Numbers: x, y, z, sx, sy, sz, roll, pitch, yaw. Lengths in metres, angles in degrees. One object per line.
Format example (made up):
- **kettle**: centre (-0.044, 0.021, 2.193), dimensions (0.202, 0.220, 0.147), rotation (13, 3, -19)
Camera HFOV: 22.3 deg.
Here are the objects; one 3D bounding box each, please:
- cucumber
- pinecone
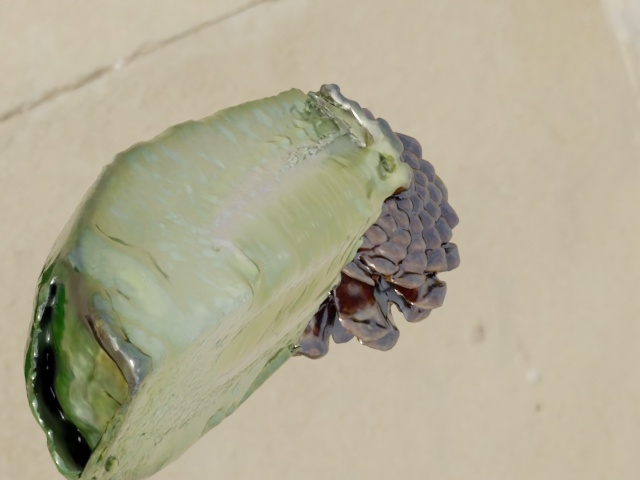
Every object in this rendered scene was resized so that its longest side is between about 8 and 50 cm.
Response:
- **cucumber**: centre (-0.065, 0.019, 0.762), dimensions (0.105, 0.145, 0.325), rotation (33, 23, 7)
- **pinecone**: centre (0.000, 0.000, 1.218), dimensions (0.207, 0.208, 0.208), rotation (9, 76, -38)
